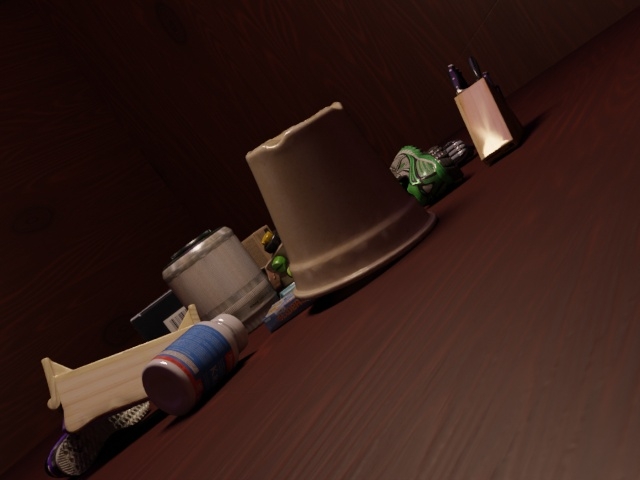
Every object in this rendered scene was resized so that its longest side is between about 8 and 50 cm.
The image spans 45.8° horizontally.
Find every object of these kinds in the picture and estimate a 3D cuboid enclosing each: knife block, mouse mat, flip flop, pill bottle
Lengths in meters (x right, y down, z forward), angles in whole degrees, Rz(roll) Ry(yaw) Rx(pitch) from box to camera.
[{"bbox_3d":[0.380,-0.323,1.810,0.088,0.242,0.276,-36,4,27],"label":"knife block"},{"bbox_3d":[-0.367,0.390,1.687,0.190,0.007,0.152,-36,4,-9],"label":"mouse mat"},{"bbox_3d":[-0.133,0.122,2.212,0.080,0.112,0.277,-16,10,34],"label":"flip flop"},{"bbox_3d":[-0.239,0.237,1.506,0.124,0.124,0.221,-34,5,39],"label":"pill bottle"}]

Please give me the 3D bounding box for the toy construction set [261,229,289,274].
[{"bbox_3d":[0.000,0.000,1.871,0.309,0.257,0.237,-22,28,31],"label":"toy construction set"}]

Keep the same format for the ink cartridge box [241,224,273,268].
[{"bbox_3d":[-0.222,0.084,2.646,0.235,0.193,0.088,-32,4,42],"label":"ink cartridge box"}]

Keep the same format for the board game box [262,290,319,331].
[{"bbox_3d":[-0.031,0.120,1.697,0.201,0.035,0.136,-35,4,9],"label":"board game box"}]

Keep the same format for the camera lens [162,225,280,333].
[{"bbox_3d":[-0.261,0.118,1.989,0.219,0.274,0.219,-36,4,3],"label":"camera lens"}]

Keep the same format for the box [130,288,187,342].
[{"bbox_3d":[-0.381,0.213,2.397,0.293,0.212,0.395,-37,3,2],"label":"box"}]

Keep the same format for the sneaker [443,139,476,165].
[{"bbox_3d":[0.343,-0.205,2.158,0.224,0.083,0.098,-31,-17,36],"label":"sneaker"}]

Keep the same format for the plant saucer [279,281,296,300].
[{"bbox_3d":[-0.079,0.138,2.052,0.067,0.018,0.192,-37,5,-2],"label":"plant saucer"}]

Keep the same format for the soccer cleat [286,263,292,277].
[{"bbox_3d":[-0.040,0.073,2.250,0.179,0.060,0.072,-31,-10,-42],"label":"soccer cleat"}]

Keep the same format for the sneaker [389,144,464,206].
[{"bbox_3d":[0.227,-0.155,1.918,0.146,0.134,0.343,-39,7,-6],"label":"sneaker"}]

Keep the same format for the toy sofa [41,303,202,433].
[{"bbox_3d":[-0.402,0.296,1.663,0.362,0.177,0.150,-21,-21,-11],"label":"toy sofa"}]

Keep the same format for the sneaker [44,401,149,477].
[{"bbox_3d":[-0.533,0.446,1.774,0.146,0.102,0.293,-34,4,39],"label":"sneaker"}]

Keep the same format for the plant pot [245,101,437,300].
[{"bbox_3d":[0.017,-0.096,1.533,0.334,0.305,0.334,-29,9,5],"label":"plant pot"}]
